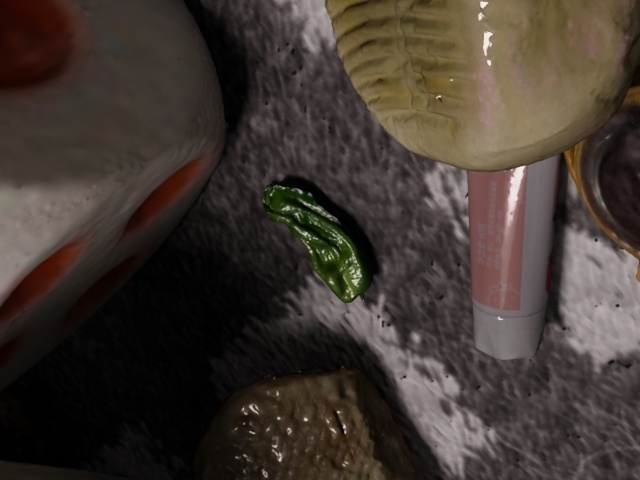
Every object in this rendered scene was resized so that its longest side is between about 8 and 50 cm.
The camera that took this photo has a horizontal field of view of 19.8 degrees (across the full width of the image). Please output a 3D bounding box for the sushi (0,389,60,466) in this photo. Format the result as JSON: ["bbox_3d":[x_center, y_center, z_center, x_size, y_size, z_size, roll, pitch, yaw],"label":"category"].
[{"bbox_3d":[-0.306,0.177,1.313,0.227,0.212,0.215,18,118,25],"label":"sushi"}]

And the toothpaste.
[{"bbox_3d":[0.103,-0.028,0.996,0.067,0.043,0.194,16,122,30],"label":"toothpaste"}]

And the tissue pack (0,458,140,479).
[{"bbox_3d":[-0.206,0.271,1.058,0.253,0.416,0.264,30,96,37],"label":"tissue pack"}]

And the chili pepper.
[{"bbox_3d":[0.000,-0.001,1.094,0.091,0.030,0.034,49,160,0],"label":"chili pepper"}]

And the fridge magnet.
[{"bbox_3d":[0.183,-0.038,0.911,0.143,0.063,0.143,22,133,25],"label":"fridge magnet"}]

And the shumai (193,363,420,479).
[{"bbox_3d":[-0.016,0.135,1.156,0.145,0.145,0.116,59,176,-13],"label":"shumai"}]

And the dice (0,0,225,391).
[{"bbox_3d":[-0.231,-0.047,1.066,0.243,0.259,0.251,43,136,4],"label":"dice"}]

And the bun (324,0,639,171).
[{"bbox_3d":[0.081,-0.128,0.876,0.193,0.128,0.178,11,116,64],"label":"bun"}]
